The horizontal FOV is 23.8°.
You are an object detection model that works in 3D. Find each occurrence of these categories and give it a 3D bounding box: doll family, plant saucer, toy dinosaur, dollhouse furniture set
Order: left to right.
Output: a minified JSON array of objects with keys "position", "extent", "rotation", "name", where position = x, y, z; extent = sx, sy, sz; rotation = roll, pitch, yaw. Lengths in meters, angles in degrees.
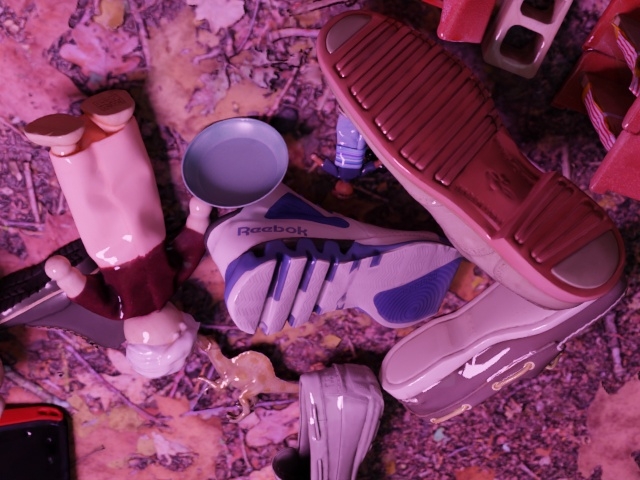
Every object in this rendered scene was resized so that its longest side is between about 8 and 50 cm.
[{"position":[-0.092,-0.081,1.663],"extent":[0.119,0.119,0.021],"rotation":[-10,148,3],"name":"plant saucer"},{"position":[-0.082,0.175,1.845],"extent":[0.183,0.053,0.093],"rotation":[24,116,-16],"name":"toy dinosaur"},{"position":[0.086,-0.096,1.681],"extent":[0.193,0.076,0.111],"rotation":[9,125,-2],"name":"doll family"},{"position":[0.228,-0.184,1.555],"extent":[0.374,0.201,0.152],"rotation":[19,119,-14],"name":"dollhouse furniture set"}]

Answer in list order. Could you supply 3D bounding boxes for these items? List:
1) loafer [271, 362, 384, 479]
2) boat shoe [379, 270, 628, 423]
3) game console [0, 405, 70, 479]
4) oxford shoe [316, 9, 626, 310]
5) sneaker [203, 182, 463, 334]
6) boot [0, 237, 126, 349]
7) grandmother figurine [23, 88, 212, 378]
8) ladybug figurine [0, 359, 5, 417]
[{"position":[-0.010,0.290,1.879],"extent":[0.111,0.112,0.320],"rotation":[4,116,-17],"name":"loafer"},{"position":[0.226,0.115,1.789],"extent":[0.324,0.117,0.097],"rotation":[-32,122,20],"name":"boat shoe"},{"position":[-0.485,0.391,1.917],"extent":[0.342,0.060,0.387],"rotation":[-7,118,-17],"name":"game console"},{"position":[0.133,-0.069,1.581],"extent":[0.140,0.146,0.397],"rotation":[-40,85,-23],"name":"oxford shoe"},{"position":[-0.001,0.000,1.705],"extent":[0.315,0.182,0.127],"rotation":[-1,128,-37],"name":"sneaker"},{"position":[-0.311,0.097,1.780],"extent":[0.197,0.077,0.137],"rotation":[-25,124,13],"name":"boot"},{"position":[-0.210,0.006,1.701],"extent":[0.207,0.104,0.342],"rotation":[-21,119,-15],"name":"grandmother figurine"},{"position":[-0.571,0.126,1.690],"extent":[0.449,0.162,0.305],"rotation":[21,141,-10],"name":"ladybug figurine"}]
